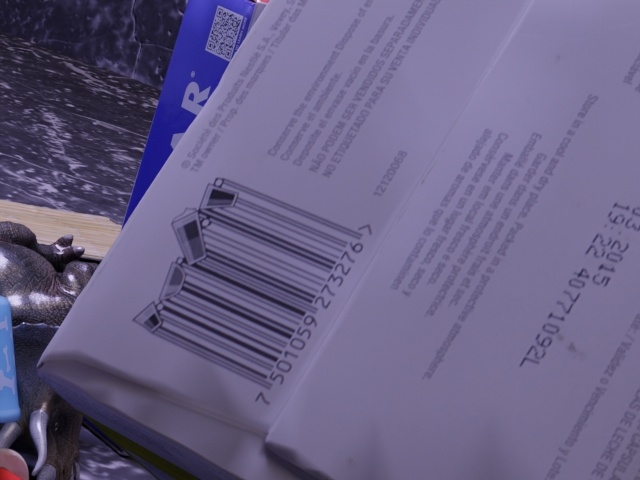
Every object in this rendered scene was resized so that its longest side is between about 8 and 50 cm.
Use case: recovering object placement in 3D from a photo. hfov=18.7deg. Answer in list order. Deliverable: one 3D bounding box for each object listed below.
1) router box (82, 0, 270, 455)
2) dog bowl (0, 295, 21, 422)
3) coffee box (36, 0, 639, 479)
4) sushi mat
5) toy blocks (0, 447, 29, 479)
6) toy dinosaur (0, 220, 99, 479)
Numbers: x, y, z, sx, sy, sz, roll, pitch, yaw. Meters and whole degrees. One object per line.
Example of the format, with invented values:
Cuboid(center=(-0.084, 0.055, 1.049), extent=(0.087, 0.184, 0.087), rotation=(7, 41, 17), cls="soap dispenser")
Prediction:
Cuboid(center=(0.000, 0.000, 1.437), extent=(0.301, 0.335, 0.082), rotation=(7, 15, -40), cls="router box")
Cuboid(center=(-0.313, 0.052, 1.164), extent=(0.297, 0.074, 0.166), rotation=(7, -2, 27), cls="dog bowl")
Cuboid(center=(0.128, 0.060, 1.029), extent=(0.338, 0.337, 0.334), rotation=(24, -16, 33), cls="coffee box")
Cuboid(center=(-0.305, -0.016, 1.888), extent=(0.317, 0.019, 0.151), rotation=(11, 11, -37), cls="sushi mat")
Cuboid(center=(-0.203, 0.148, 1.089), extent=(0.123, 0.054, 0.148), rotation=(8, 14, -46), cls="toy blocks")
Cuboid(center=(-0.222, 0.031, 1.307), extent=(0.313, 0.121, 0.160), rotation=(43, 15, 26), cls="toy dinosaur")
